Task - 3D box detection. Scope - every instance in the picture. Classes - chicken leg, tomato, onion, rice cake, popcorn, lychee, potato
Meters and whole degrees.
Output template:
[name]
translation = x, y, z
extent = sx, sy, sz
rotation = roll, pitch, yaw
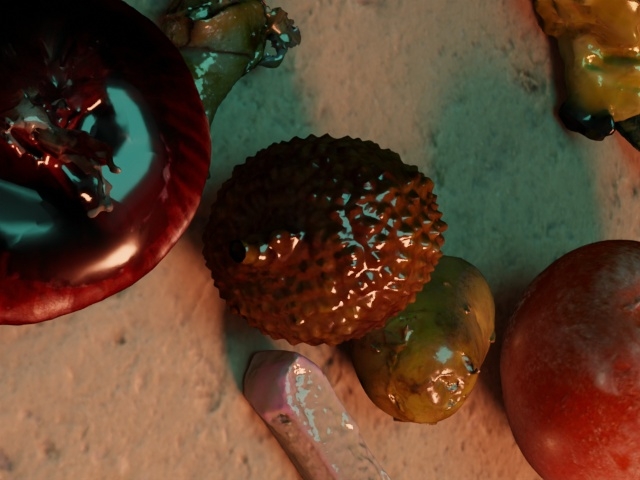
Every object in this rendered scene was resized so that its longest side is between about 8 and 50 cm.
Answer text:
[chicken leg]
translation = -0.097, -0.156, 1.236
extent = 0.125, 0.080, 0.196
rotation = 50, 55, -35
[tomato]
translation = 0.294, 0.141, 1.386
extent = 0.270, 0.227, 0.270
rotation = 26, 47, -31
[onion]
translation = -0.209, -0.074, 1.012
extent = 0.273, 0.285, 0.273
rotation = 2, 82, -13
[rice cake]
translation = 0.055, 0.265, 1.274
extent = 0.064, 0.070, 0.399
rotation = -41, 106, -33
[popcorn]
translation = 0.370, -0.295, 1.512
extent = 0.237, 0.293, 0.293
rotation = -42, 107, -41
[lychee]
translation = 0.000, 0.000, 1.200
extent = 0.238, 0.200, 0.200
rotation = -17, 92, -59
[potato]
translation = 0.095, 0.092, 1.309
extent = 0.137, 0.137, 0.176
rotation = 59, 32, -13

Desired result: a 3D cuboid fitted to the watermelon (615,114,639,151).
[watermelon]
translation = 0.442, -0.108, 1.625
extent = 0.202, 0.207, 0.136
rotation = 14, 82, -77
